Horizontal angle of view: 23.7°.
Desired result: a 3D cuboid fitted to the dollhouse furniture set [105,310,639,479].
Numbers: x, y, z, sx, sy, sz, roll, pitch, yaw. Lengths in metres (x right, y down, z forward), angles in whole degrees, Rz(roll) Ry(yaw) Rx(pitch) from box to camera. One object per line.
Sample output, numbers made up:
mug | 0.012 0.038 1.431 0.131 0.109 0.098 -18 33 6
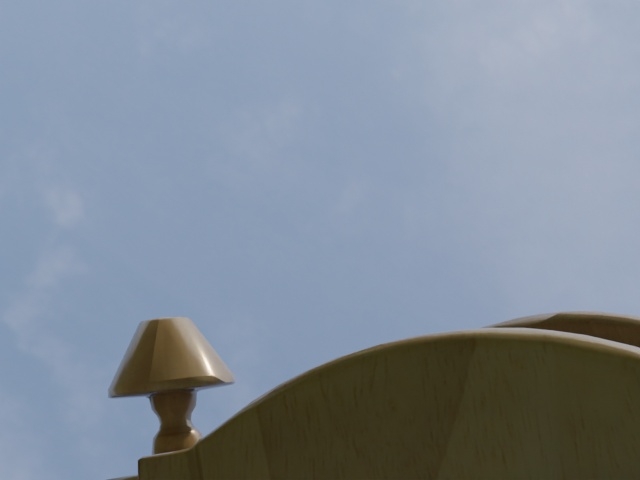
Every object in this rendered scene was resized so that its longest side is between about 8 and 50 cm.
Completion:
dollhouse furniture set | 0.000 0.000 0.373 0.356 0.303 0.173 -10 -97 14
